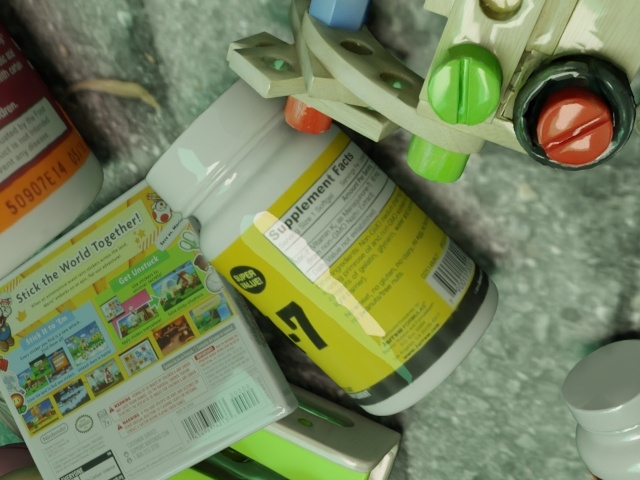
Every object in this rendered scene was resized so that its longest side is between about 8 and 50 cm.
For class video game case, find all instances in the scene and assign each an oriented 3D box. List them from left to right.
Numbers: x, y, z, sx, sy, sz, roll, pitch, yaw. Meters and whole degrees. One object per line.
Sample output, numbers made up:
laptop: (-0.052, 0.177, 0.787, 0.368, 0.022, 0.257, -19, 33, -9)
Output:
video game case: (-0.157, 0.089, 0.661, 0.227, 0.026, 0.206, -31, 83, 20)

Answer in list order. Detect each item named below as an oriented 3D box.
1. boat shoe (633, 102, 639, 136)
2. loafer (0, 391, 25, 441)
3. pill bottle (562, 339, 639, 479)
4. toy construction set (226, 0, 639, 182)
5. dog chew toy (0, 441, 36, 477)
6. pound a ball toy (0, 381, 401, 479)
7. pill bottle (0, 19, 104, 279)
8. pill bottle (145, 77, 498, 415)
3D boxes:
boat shoe: (0.251, -0.032, 0.397, 0.206, 0.075, 0.065, 29, 94, 17)
loafer: (-0.322, 0.084, 0.826, 0.111, 0.112, 0.319, -7, 130, 37)
pill bottle: (0.216, 0.139, 0.530, 0.086, 0.086, 0.152, -19, 113, 42)
toy construction set: (0.050, -0.147, 0.348, 0.215, 0.151, 0.327, 21, 139, 3)
dog chew toy: (-0.334, 0.317, 0.928, 0.206, 0.206, 0.332, 44, 170, -6)
pound a ball toy: (-0.113, 0.199, 0.737, 0.319, 0.136, 0.208, 21, 100, 18)
pill bottle: (-0.345, -0.141, 0.562, 0.224, 0.224, 0.392, -13, 117, 40)
pill bottle: (0.000, 0.000, 0.530, 0.208, 0.119, 0.119, 44, 137, -6)
